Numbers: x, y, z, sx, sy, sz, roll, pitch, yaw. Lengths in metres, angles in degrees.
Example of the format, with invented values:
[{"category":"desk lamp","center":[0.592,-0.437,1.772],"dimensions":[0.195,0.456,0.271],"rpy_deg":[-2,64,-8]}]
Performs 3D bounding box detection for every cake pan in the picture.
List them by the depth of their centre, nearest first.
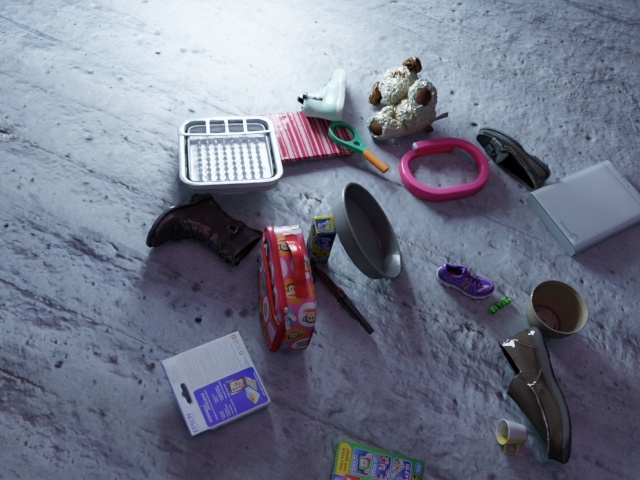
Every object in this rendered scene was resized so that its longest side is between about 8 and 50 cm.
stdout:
[{"category":"cake pan","center":[0.126,-0.019,1.870],"dimensions":[0.293,0.054,0.293],"rpy_deg":[43,31,-35]}]

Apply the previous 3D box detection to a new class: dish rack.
[{"category":"dish rack","center":[-0.262,-0.239,1.965],"dimensions":[0.285,0.072,0.333],"rpy_deg":[-3,42,-10]}]

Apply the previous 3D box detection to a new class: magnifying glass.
[{"category":"magnifying glass","center":[0.118,-0.289,2.116],"dimensions":[0.231,0.026,0.092],"rpy_deg":[43,51,11]}]

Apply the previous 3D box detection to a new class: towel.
[{"category":"towel","center":[-0.048,-0.326,2.134],"dimensions":[0.274,0.031,0.199],"rpy_deg":[-9,59,-19]}]

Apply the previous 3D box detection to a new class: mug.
[{"category":"mug","center":[0.484,0.492,1.729],"dimensions":[0.064,0.078,0.062],"rpy_deg":[10,24,-15]}]

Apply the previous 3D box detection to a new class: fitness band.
[{"category":"fitness band","center":[0.389,-0.225,2.147],"dimensions":[0.290,0.054,0.209],"rpy_deg":[-11,62,-16]}]

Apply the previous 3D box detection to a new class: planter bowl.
[{"category":"planter bowl","center":[0.638,0.204,1.898],"dimensions":[0.162,0.109,0.162],"rpy_deg":[5,59,-8]}]

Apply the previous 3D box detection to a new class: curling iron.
[{"category":"curling iron","center":[0.041,0.155,1.854],"dimensions":[0.274,0.035,0.068],"rpy_deg":[42,75,12]}]

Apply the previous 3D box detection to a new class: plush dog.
[{"category":"plush dog","center":[0.271,-0.458,2.192],"dimensions":[0.210,0.262,0.225],"rpy_deg":[2,63,-50]}]

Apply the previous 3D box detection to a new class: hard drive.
[{"category":"hard drive","center":[0.856,-0.111,2.175],"dimensions":[0.353,0.047,0.233],"rpy_deg":[-22,65,-22]}]

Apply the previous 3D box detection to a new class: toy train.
[{"category":"toy train","center":[0.508,0.182,1.941],"dimensions":[0.083,0.017,0.024],"rpy_deg":[-28,57,-25]}]

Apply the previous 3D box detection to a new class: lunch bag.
[{"category":"lunch bag","center":[-0.083,0.113,1.719],"dimensions":[0.120,0.258,0.293],"rpy_deg":[-2,58,-16]}]

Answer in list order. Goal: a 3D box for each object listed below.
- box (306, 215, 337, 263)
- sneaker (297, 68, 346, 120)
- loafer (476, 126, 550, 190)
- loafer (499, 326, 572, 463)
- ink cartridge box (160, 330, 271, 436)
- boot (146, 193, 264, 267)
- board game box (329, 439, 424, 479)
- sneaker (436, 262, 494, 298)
[{"category":"box","center":[0.000,0.000,1.858],"dimensions":[0.059,0.169,0.054],"rpy_deg":[-5,61,-13]},{"category":"sneaker","center":[0.004,-0.479,2.188],"dimensions":[0.151,0.094,0.256],"rpy_deg":[6,43,0]},{"category":"loafer","center":[0.608,-0.263,2.194],"dimensions":[0.267,0.096,0.084],"rpy_deg":[36,65,9]},{"category":"loafer","center":[0.549,0.401,1.766],"dimensions":[0.130,0.134,0.366],"rpy_deg":[-12,49,8]},{"category":"ink cartridge box","center":[-0.256,0.348,1.666],"dimensions":[0.208,0.045,0.206],"rpy_deg":[-19,64,-23]},{"category":"boot","center":[-0.308,-0.008,1.849],"dimensions":[0.229,0.091,0.263],"rpy_deg":[41,58,15]},{"category":"board game box","center":[0.112,0.638,1.562],"dimensions":[0.213,0.046,0.317],"rpy_deg":[15,57,-3]},{"category":"sneaker","center":[0.412,0.112,1.933],"dimensions":[0.170,0.071,0.068],"rpy_deg":[18,57,-1]}]
